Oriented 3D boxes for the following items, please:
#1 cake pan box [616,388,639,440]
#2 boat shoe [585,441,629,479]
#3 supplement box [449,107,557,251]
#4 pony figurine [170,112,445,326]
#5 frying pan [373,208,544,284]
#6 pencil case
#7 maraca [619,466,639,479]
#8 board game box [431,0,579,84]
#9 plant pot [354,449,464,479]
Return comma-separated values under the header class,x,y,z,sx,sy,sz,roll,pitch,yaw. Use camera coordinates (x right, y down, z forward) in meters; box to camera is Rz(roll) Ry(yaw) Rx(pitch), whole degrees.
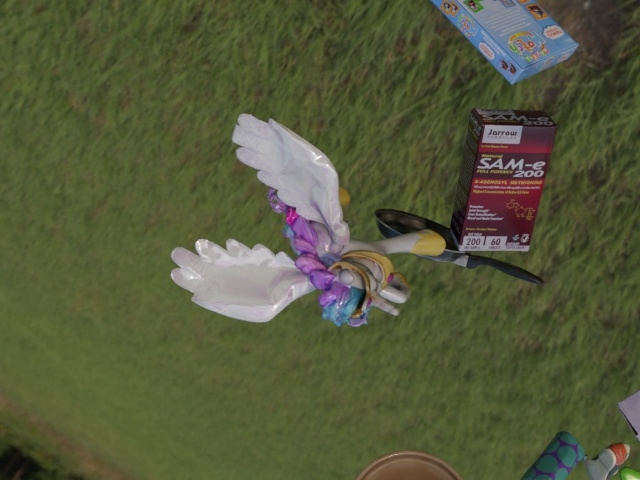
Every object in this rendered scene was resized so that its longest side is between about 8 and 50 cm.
class,x,y,z,sx,sy,sz,roll,pitch,yaw
cake pan box,0.616,0.253,1.361,0.267,0.246,0.070,37,-160,-51
boat shoe,0.530,0.412,1.581,0.049,0.043,0.137,57,158,30
supplement box,0.305,-0.099,1.444,0.130,0.073,0.239,0,121,-8
pony figurine,0.000,0.000,1.300,0.351,0.303,0.363,27,-163,14
frying pan,0.249,0.013,1.594,0.326,0.053,0.197,22,-164,6
pencil case,0.399,0.403,1.485,0.064,0.152,0.070,30,140,31
maraca,0.412,0.334,0.978,0.185,0.127,0.099,61,177,6
board game box,0.281,-0.348,1.333,0.211,0.160,0.039,50,141,16
plant pot,0.168,0.525,1.612,0.237,0.237,0.110,25,156,17
